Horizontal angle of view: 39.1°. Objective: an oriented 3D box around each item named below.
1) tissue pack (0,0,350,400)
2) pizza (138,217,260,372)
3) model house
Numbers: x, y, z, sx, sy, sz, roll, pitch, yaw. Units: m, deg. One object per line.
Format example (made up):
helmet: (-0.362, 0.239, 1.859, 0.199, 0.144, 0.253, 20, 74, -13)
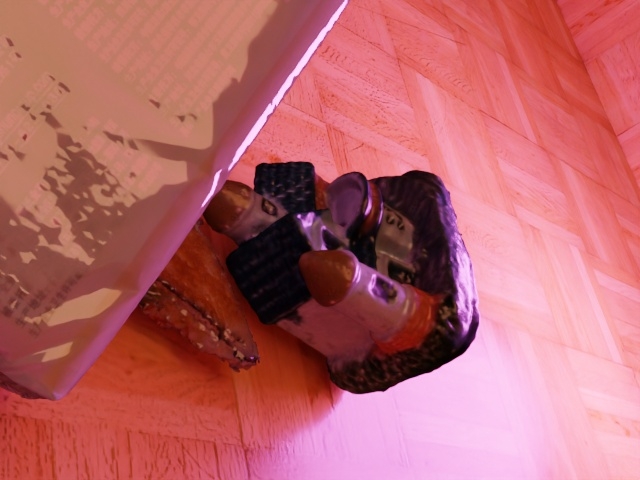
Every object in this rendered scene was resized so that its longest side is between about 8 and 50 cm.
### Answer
tissue pack: (-0.210, -0.140, 0.643, 0.331, 0.205, 0.405, 41, 66, -19)
pizza: (-0.129, 0.048, 0.853, 0.195, 0.052, 0.185, 52, 25, 2)
model house: (0.000, 0.000, 0.955, 0.291, 0.184, 0.253, 28, 44, -31)
